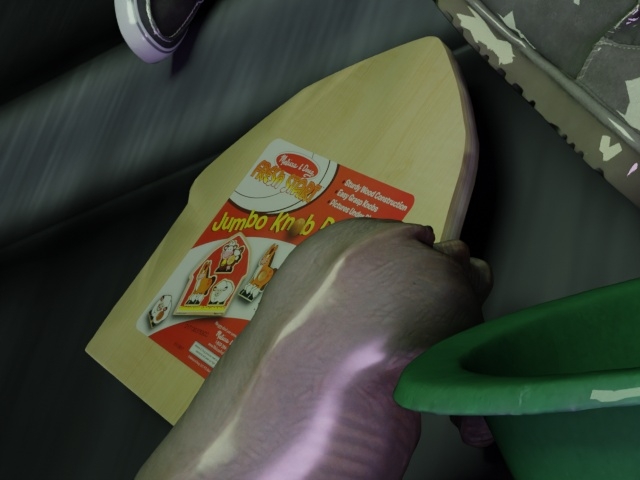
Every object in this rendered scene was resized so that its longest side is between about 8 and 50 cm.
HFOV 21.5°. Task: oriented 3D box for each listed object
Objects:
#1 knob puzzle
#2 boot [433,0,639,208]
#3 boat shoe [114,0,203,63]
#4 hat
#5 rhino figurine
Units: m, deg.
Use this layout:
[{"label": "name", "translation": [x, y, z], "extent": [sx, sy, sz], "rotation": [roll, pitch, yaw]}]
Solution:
[{"label": "knob puzzle", "translation": [0.000, 0.000, 0.698], "extent": [0.213, 0.030, 0.213], "rotation": [-32, 36, 27]}, {"label": "boot", "translation": [0.151, -0.123, 0.603], "extent": [0.208, 0.076, 0.189], "rotation": [-50, 46, 12]}, {"label": "boat shoe", "translation": [-0.078, -0.158, 0.939], "extent": [0.040, 0.049, 0.142], "rotation": [-23, 38, 34]}, {"label": "hat", "translation": [0.118, 0.107, 0.449], "extent": [0.173, 0.183, 0.208], "rotation": [-11, 5, 31]}, {"label": "rhino figurine", "translation": [-0.025, 0.093, 0.546], "extent": [0.073, 0.106, 0.243], "rotation": [35, 86, 32]}]
